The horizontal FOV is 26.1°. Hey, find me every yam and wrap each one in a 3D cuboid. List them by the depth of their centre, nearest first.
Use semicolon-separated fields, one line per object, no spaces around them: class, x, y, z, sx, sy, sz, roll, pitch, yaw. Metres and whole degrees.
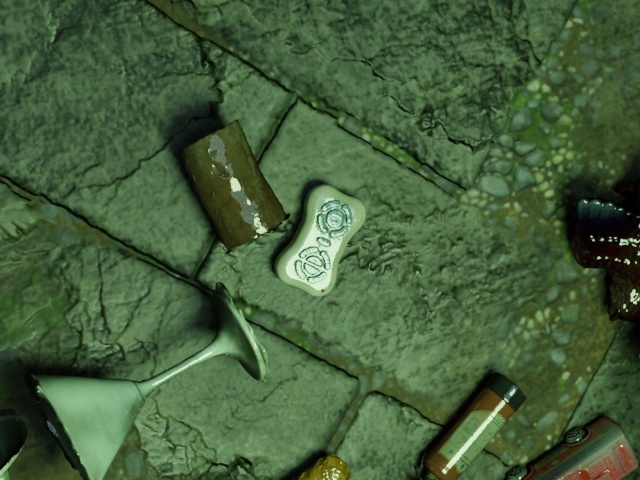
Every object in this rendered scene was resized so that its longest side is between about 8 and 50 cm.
yam;-0.096;-0.060;1.493;0.084;0.084;0.127;-29;101;-12

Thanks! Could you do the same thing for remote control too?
remote control;0.000;0.000;1.553;0.074;0.032;0.122;24;90;-19

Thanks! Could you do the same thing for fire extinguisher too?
fire extinguisher;0.167;0.235;1.626;0.177;0.050;0.062;-48;126;-7

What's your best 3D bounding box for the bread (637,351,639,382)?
bread;0.585;0.084;1.594;0.239;0.264;0.395;37;85;-41

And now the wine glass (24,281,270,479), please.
wine glass;-0.178;0.151;1.463;0.232;0.156;0.156;-29;105;-17

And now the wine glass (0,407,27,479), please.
wine glass;-0.282;0.333;1.444;0.143;0.143;0.321;-38;116;-9

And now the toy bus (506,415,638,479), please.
toy bus;0.293;0.289;1.658;0.192;0.077;0.065;-32;108;-10

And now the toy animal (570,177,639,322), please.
toy animal;0.390;0.014;1.632;0.218;0.116;0.179;7;94;-25

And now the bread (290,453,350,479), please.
bread;-0.032;0.303;1.574;0.157;0.044;0.052;-38;143;-10
